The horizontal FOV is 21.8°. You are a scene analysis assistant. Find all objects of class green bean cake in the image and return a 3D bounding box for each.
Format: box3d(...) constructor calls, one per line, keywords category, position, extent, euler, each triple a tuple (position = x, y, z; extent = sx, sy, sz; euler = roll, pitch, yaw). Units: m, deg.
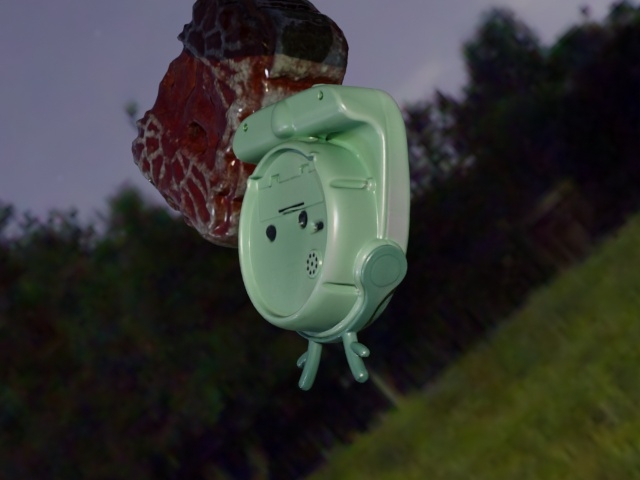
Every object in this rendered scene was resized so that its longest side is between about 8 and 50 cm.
box3d(category="green bean cake", position=(-0.077, -0.121, 1.505), extent=(0.097, 0.198, 0.232), euler=(3, -61, -33))

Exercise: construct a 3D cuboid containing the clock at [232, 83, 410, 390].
box3d(category="clock", position=(0.000, 0.000, 1.185), extent=(0.066, 0.210, 0.159), euler=(3, -12, -32))
